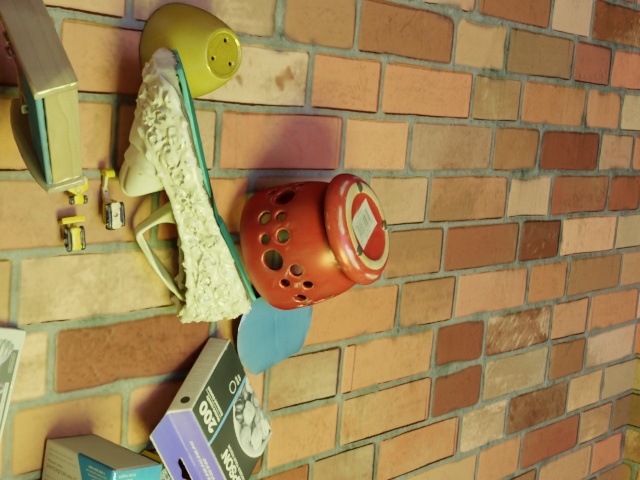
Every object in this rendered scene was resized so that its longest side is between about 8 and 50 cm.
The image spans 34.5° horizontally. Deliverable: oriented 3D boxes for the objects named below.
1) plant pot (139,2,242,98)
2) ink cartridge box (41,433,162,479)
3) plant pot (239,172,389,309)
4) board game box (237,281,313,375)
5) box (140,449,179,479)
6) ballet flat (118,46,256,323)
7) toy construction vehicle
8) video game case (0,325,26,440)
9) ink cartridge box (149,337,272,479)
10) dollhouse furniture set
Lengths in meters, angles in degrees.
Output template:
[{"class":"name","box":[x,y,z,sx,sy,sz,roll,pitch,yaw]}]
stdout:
[{"class":"plant pot","box":[-0.163,-0.254,1.402,0.134,0.095,0.134,-14,110,-46]},{"class":"ink cartridge box","box":[-0.297,0.374,1.352,0.086,0.148,0.203,5,95,-51]},{"class":"plant pot","box":[0.000,0.000,1.551,0.191,0.174,0.191,31,53,-54]},{"class":"board game box","box":[-0.081,0.133,1.642,0.169,0.033,0.133,-26,124,-41]},{"class":"box","box":[-0.226,0.389,1.508,0.054,0.059,0.169,-43,128,-35]},{"class":"ballet flat","box":[-0.195,-0.049,1.388,0.147,0.147,0.409,-40,128,-37]},{"class":"toy construction vehicle","box":[-0.302,-0.041,1.345,0.086,0.035,0.098,-13,106,-36]},{"class":"video game case","box":[-0.440,0.191,1.225,0.173,0.022,0.190,15,87,-57]},{"class":"ink cartridge box","box":[-0.156,0.288,1.535,0.208,0.045,0.206,-60,140,-46]},{"class":"dollhouse furniture set","box":[-0.439,-0.162,1.106,0.303,0.286,0.198,-18,156,-20]}]
